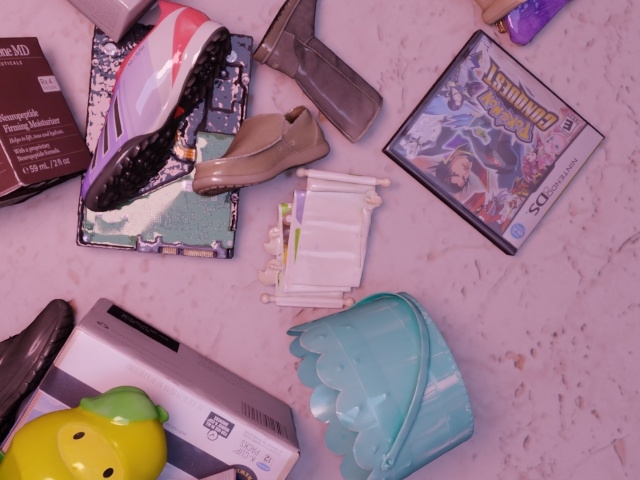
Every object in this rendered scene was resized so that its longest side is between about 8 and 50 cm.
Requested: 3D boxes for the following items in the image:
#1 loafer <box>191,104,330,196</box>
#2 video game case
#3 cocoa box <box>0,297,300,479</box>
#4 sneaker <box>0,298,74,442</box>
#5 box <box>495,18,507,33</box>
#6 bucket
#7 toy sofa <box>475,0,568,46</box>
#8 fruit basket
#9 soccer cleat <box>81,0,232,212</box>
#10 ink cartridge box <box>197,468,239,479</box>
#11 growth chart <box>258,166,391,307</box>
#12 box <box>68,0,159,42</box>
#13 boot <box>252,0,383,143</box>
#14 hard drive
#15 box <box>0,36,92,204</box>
[{"bbox_3d":[-0.091,-0.132,1.154,0.102,0.268,0.092,-11,101,37],"label":"loafer"},{"bbox_3d":[0.280,-0.155,1.290,0.275,0.035,0.248,39,88,-8],"label":"video game case"},{"bbox_3d":[-0.236,0.278,1.142,0.347,0.231,0.228,32,91,-8],"label":"cocoa box"},{"bbox_3d":[-0.476,0.195,1.176,0.130,0.109,0.286,36,85,0],"label":"sneaker"},{"bbox_3d":[0.346,-0.450,1.292,0.201,0.021,0.164,-26,96,-5],"label":"box"},{"bbox_3d":[0.084,0.216,1.171,0.183,0.281,0.281,-23,95,-12],"label":"bucket"},{"bbox_3d":[0.391,-0.473,1.211,0.362,0.150,0.177,-41,96,-4],"label":"toy sofa"},{"bbox_3d":[-0.331,0.324,0.879,0.392,0.283,0.392,0,90,15],"label":"fruit basket"},{"bbox_3d":[-0.253,-0.188,1.131,0.116,0.108,0.318,33,90,12],"label":"soccer cleat"},{"bbox_3d":[-0.181,0.429,1.025,0.224,0.045,0.223,-18,100,-1],"label":"ink cartridge box"},{"bbox_3d":[0.000,0.000,1.245,0.172,0.021,0.237,12,104,-9],"label":"growth chart"},{"bbox_3d":[-0.288,-0.411,1.110,0.182,0.119,0.181,40,68,-12],"label":"box"},{"bbox_3d":[0.016,-0.277,1.228,0.208,0.076,0.189,32,70,-14],"label":"boot"},{"bbox_3d":[-0.232,-0.149,1.208,0.237,0.064,0.339,4,91,-8],"label":"hard drive"},{"bbox_3d":[-0.456,-0.151,1.099,0.167,0.168,0.203,-20,97,23],"label":"box"}]
